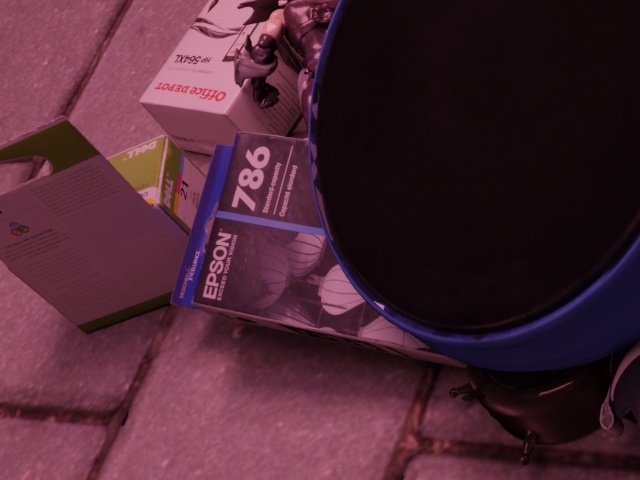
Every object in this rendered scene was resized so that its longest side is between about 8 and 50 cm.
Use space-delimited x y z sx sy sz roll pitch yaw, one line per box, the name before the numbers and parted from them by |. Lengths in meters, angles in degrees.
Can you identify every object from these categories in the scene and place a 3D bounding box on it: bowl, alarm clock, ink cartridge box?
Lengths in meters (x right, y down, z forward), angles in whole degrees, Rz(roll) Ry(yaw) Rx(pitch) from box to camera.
bowl | 0.141 -0.100 1.157 0.391 0.077 0.391 -11 75 44
alarm clock | 0.190 0.073 1.209 0.192 0.064 0.129 -43 38 -5
ink cartridge box | 0.000 0.000 1.358 0.332 0.065 0.165 8 80 35
ink cartridge box | -0.072 -0.191 1.655 0.148 0.086 0.203 12 63 45
ink cartridge box | -0.226 -0.039 1.510 0.189 0.255 0.097 -20 44 26

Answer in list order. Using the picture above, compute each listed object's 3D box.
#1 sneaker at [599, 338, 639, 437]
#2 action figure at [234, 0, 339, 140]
sneaker | 0.289 0.108 1.067 0.235 0.094 0.153 12 70 39
action figure | 0.009 -0.153 1.516 0.185 0.099 0.285 -13 55 7
